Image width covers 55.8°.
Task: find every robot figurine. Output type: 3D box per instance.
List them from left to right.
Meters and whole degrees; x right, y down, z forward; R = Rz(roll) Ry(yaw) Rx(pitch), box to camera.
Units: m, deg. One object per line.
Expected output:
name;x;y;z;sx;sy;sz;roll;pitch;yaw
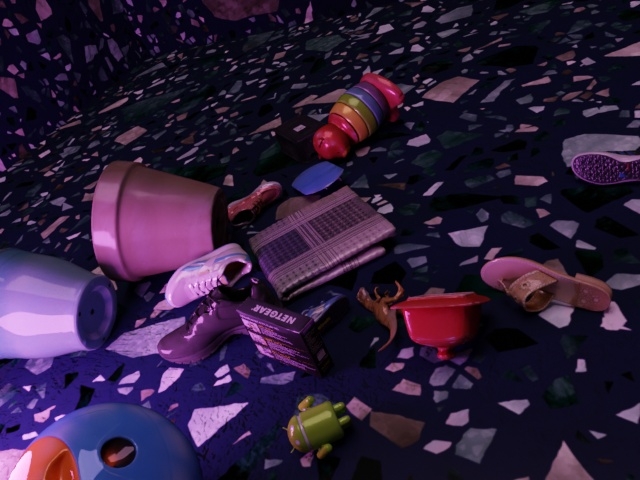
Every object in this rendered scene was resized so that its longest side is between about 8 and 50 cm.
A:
robot figurine;-0.005;0.318;1.032;0.115;0.067;0.101;-23;63;-3

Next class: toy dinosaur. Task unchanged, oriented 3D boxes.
toy dinosaur;0.138;0.149;1.212;0.112;0.064;0.211;-41;25;3

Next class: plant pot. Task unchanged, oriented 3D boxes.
plant pot;-0.649;0.163;1.456;0.255;0.272;0.272;5;40;12
plant pot;-0.400;-0.049;1.591;0.280;0.323;0.323;1;37;5

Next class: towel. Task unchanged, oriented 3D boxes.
towel;0.000;0.000;1.504;0.324;0.056;0.312;-29;31;-7

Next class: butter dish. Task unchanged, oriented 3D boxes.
butter dish;0.224;0.157;1.097;0.160;0.118;0.160;-7;-4;24

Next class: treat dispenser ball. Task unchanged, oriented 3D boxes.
treat dispenser ball;-0.319;0.391;0.907;0.288;0.288;0.288;-15;34;10

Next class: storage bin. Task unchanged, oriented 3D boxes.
storage bin;-0.056;-0.331;1.955;0.122;0.084;0.180;-32;34;-15

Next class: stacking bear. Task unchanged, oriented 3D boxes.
stacking bear;0.096;-0.360;1.849;0.164;0.175;0.289;41;76;10

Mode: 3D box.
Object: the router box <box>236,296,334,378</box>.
router box;-0.071;0.190;1.189;0.178;0.133;0.046;12;47;39

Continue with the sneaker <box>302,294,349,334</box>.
sneaker;-0.002;0.157;1.270;0.144;0.053;0.059;-35;34;-21

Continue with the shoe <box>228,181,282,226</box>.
shoe;-0.184;-0.100;1.727;0.177;0.064;0.081;-27;35;1

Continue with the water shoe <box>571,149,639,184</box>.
water shoe;0.671;-0.166;1.349;0.203;0.073;0.080;8;22;31

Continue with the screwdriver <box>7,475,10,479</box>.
screwdriver;-0.615;0.511;1.147;0.025;0.024;0.170;-35;25;35

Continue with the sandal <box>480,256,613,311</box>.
sandal;0.396;0.094;1.104;0.240;0.088;0.079;11;39;32

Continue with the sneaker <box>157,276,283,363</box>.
sneaker;-0.231;0.165;1.319;0.286;0.130;0.109;-26;36;-4

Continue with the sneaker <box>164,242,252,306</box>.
sneaker;-0.276;0.091;1.486;0.228;0.087;0.092;-34;38;-15

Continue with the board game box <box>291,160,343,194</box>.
board game box;-0.005;-0.170;1.750;0.133;0.033;0.168;-36;31;-11
